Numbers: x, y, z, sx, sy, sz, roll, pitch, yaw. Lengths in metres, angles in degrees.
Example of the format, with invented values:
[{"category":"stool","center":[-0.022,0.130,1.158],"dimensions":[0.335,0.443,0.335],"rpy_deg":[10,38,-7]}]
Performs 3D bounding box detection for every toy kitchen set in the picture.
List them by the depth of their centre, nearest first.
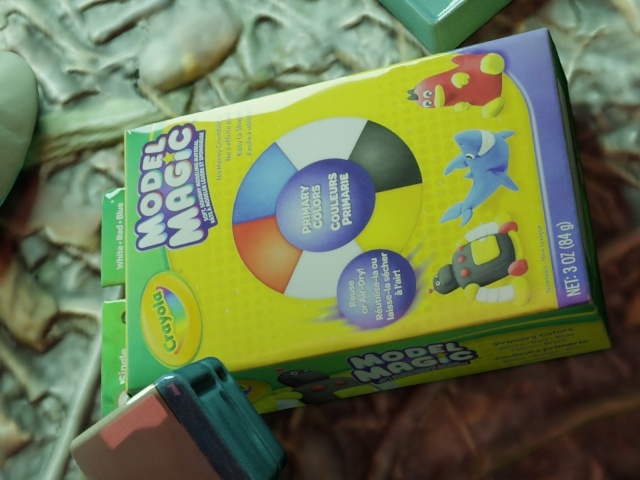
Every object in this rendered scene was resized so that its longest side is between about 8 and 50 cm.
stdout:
[{"category":"toy kitchen set","center":[0.047,0.103,0.526],"dimensions":[0.166,0.122,0.207],"rpy_deg":[-36,88,0]}]

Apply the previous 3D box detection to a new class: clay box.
[{"category":"clay box","center":[0.000,0.000,0.628],"dimensions":[0.222,0.053,0.128],"rpy_deg":[-12,62,14]}]

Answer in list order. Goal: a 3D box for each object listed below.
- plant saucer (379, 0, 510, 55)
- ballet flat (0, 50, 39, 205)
[{"category":"plant saucer","center":[0.107,-0.166,0.692],"dimensions":[0.192,0.018,0.067],"rpy_deg":[-39,58,-2]},{"category":"ballet flat","center":[-0.199,-0.009,0.699],"dimensions":[0.072,0.068,0.213],"rpy_deg":[16,71,26]}]
